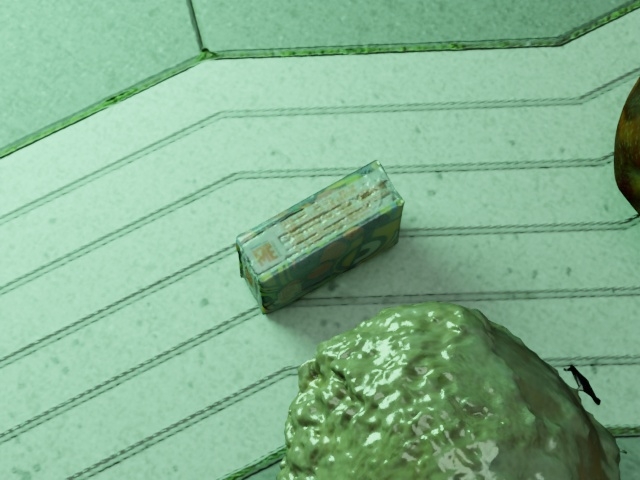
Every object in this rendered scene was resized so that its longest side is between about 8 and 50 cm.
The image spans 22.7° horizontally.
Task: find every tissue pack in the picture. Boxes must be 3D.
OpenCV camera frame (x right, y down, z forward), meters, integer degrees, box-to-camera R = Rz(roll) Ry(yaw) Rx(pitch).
[{"bbox_3d":[0.000,0.000,1.417,0.148,0.108,0.060,-29,73,-10],"label":"tissue pack"}]

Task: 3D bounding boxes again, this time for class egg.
[{"bbox_3d":[0.104,0.203,1.254,0.279,0.279,0.310,-25,72,-7],"label":"egg"}]

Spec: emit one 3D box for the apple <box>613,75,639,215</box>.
[{"bbox_3d":[0.367,-0.085,1.380,0.230,0.230,0.230,-1,68,2],"label":"apple"}]
